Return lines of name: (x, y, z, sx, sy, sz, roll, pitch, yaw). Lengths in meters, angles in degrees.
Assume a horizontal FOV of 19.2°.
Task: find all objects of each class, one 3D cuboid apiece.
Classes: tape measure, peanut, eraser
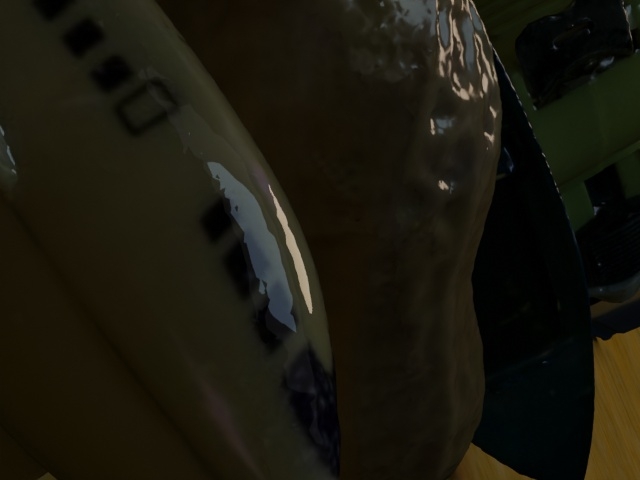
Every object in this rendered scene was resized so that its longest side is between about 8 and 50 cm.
tape measure: (0.084, -0.048, 0.850, 0.200, 0.106, 0.175, 34, -29, 60)
peanut: (0.000, 0.000, 0.485, 0.098, 0.090, 0.214, -78, 172, -46)
eraser: (0.191, 0.037, 1.192, 0.027, 0.063, 0.085, 67, 14, 15)

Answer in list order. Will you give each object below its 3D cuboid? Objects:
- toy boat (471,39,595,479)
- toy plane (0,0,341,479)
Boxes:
toy boat: (0.035, -0.026, 0.717, 0.299, 0.096, 0.062, 60, 7, -25)
toy plane: (-0.081, -0.051, 0.342, 0.256, 0.104, 0.242, 66, 13, 3)
